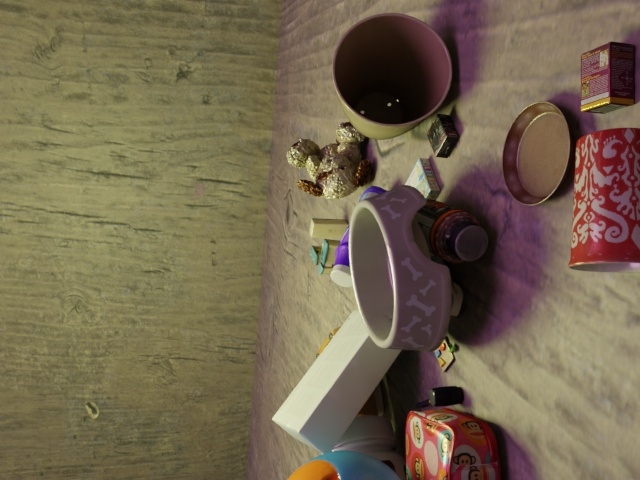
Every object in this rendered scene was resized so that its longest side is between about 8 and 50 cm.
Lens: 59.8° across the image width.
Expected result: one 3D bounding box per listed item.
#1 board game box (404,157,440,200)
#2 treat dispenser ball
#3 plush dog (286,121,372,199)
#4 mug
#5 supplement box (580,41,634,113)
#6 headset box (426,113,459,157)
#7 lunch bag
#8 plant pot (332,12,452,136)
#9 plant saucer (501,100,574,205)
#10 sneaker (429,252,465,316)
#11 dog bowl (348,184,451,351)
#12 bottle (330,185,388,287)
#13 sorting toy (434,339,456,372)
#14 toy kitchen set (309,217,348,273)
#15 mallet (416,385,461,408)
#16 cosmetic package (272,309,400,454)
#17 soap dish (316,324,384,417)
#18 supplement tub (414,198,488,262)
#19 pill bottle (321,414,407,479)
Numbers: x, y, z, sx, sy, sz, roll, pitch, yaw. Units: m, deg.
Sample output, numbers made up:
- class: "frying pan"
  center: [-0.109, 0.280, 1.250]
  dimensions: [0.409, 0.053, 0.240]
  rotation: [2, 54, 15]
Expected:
- class: "board game box"
  center: [0.231, -0.106, 1.332]
  dimensions: [0.154, 0.026, 0.103]
  rotation: [112, 154, -50]
- class: "treat dispenser ball"
  center: [0.047, 0.551, 1.052]
  dimensions: [0.288, 0.288, 0.288]
  rotation: [-178, 90, -73]
- class: "plush dog"
  center: [0.045, -0.210, 1.700]
  dimensions: [0.225, 0.262, 0.210]
  rotation: [-94, -19, -50]
- class: "mug"
  center: [0.370, -0.046, 0.725]
  dimensions: [0.150, 0.113, 0.169]
  rotation: [160, 114, -70]
- class: "supplement box"
  center: [0.395, -0.223, 0.768]
  dimensions: [0.055, 0.043, 0.083]
  rotation: [-179, 90, -74]
- class: "headset box"
  center: [0.267, -0.225, 1.213]
  dimensions: [0.062, 0.032, 0.083]
  rotation: [112, 156, -49]
- class: "lunch bag"
  center: [0.240, 0.482, 1.082]
  dimensions: [0.258, 0.120, 0.293]
  rotation: [158, 112, -73]
- class: "plant pot"
  center: [0.149, -0.342, 1.311]
  dimensions: [0.274, 0.257, 0.256]
  rotation: [98, 171, -81]
- class: "plant saucer"
  center: [0.358, -0.141, 0.910]
  dimensions: [0.168, 0.029, 0.168]
  rotation: [-178, 90, -74]
- class: "sneaker"
  center: [0.236, 0.082, 1.202]
  dimensions: [0.211, 0.081, 0.080]
  rotation: [-113, 27, -57]
- class: "dog bowl"
  center: [0.147, 0.063, 1.147]
  dimensions: [0.349, 0.102, 0.348]
  rotation: [173, 90, -77]
- class: "bottle"
  center: [0.105, -0.009, 1.428]
  dimensions: [0.282, 0.092, 0.118]
  rotation: [-64, -1, -33]
- class: "sorting toy"
  center: [0.268, 0.238, 1.198]
  dimensions: [0.083, 0.012, 0.062]
  rotation: [109, 157, -45]
- class: "toy kitchen set"
  center: [0.000, 0.000, 1.924]
  dimensions: [0.166, 0.122, 0.207]
  rotation: [-118, 34, -59]
- class: "mallet"
  center: [0.236, 0.349, 1.208]
  dimensions: [0.189, 0.062, 0.039]
  rotation: [125, 142, -62]
- class: "cosmetic package"
  center: [0.055, 0.333, 1.393]
  dimensions: [0.377, 0.097, 0.284]
  rotation: [-50, 8, -19]
- class: "soap dish"
  center: [0.078, 0.408, 1.634]
  dimensions: [0.229, 0.118, 0.290]
  rotation: [116, 150, -54]
- class: "supplement tub"
  center: [0.253, -0.017, 1.116]
  dimensions: [0.198, 0.106, 0.106]
  rotation: [-140, 53, -68]
- class: "pill bottle"
  center: [0.118, 0.631, 1.295]
  dimensions: [0.224, 0.224, 0.392]
  rotation: [111, 154, -48]
